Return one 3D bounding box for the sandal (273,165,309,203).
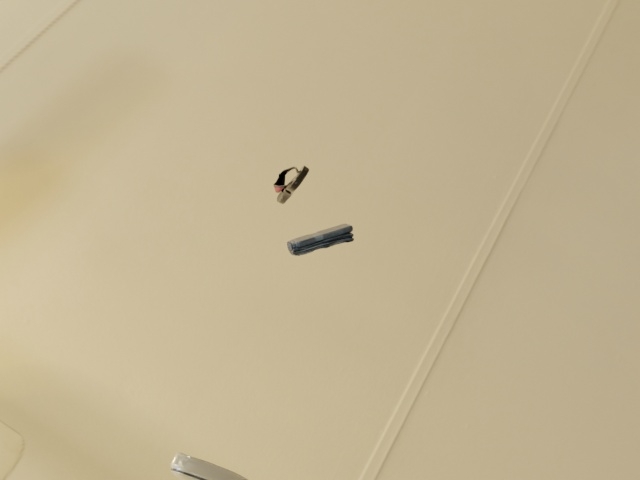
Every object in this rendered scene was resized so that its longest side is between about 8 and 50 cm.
[{"bbox_3d":[-0.059,-0.110,1.219,0.040,0.179,0.067,32,-101,-6],"label":"sandal"}]

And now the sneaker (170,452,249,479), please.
[{"bbox_3d":[-0.139,0.414,1.027,0.258,0.094,0.091,46,-123,-31],"label":"sneaker"}]

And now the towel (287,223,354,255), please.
[{"bbox_3d":[0.000,0.000,1.219,0.120,0.067,0.029,-17,-79,-8],"label":"towel"}]
